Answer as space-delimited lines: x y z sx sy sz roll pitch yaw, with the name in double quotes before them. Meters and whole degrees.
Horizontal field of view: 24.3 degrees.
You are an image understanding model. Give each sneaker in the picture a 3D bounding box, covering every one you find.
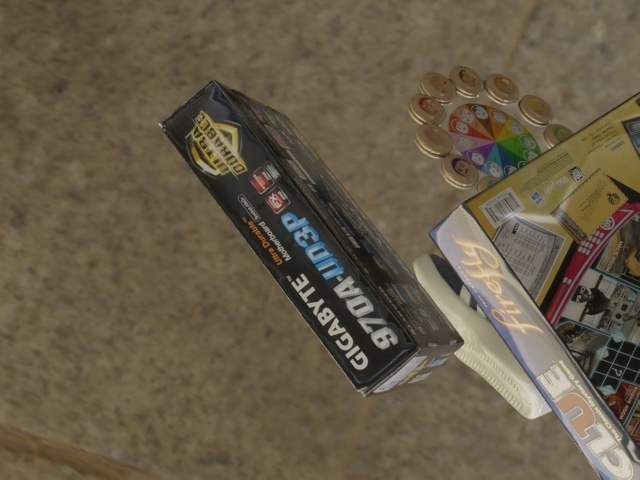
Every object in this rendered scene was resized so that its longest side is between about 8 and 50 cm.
"sneaker" 0.250 0.100 1.962 0.148 0.350 0.131 -30 127 -10

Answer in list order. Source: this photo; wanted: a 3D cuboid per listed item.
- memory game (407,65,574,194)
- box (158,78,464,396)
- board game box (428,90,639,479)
"memory game" 0.165 -0.094 1.372 0.186 0.186 0.012 -8 146 -34
"box" 0.000 0.000 0.997 0.051 0.175 0.220 -39 79 9
"board game box" 0.194 0.002 0.781 0.243 0.042 0.165 -31 82 -31
